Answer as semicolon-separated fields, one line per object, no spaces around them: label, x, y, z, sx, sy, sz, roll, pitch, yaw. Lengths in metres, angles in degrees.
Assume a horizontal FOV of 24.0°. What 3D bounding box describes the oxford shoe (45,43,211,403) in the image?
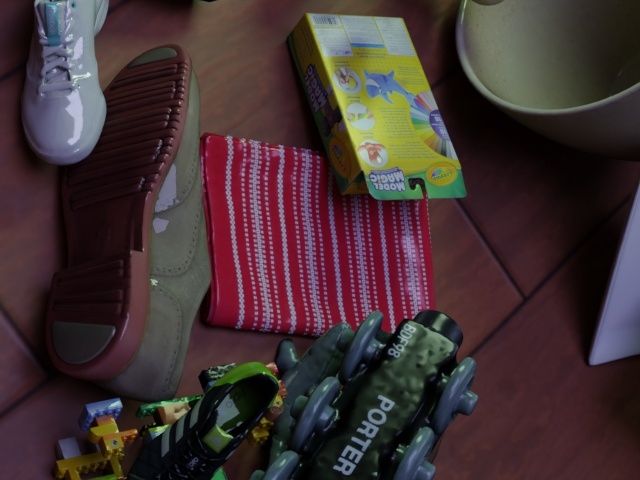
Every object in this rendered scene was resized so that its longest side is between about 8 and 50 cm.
oxford shoe;-0.160;-0.016;1.384;0.130;0.123;0.348;40;52;-46

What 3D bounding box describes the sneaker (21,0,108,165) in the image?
sneaker;-0.238;-0.175;1.367;0.080;0.094;0.212;-1;65;1

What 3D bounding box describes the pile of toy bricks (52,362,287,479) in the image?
pile of toy bricks;-0.114;0.187;1.310;0.212;0.118;0.105;-9;61;-30

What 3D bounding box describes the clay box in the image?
clay box;0.058;-0.129;1.548;0.127;0.053;0.222;-2;63;-33

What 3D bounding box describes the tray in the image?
tray;0.368;0.006;1.650;0.145;0.030;0.270;-8;122;-33

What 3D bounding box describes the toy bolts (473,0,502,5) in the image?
toy bolts;0.106;-0.300;1.582;0.158;0.218;0.228;53;25;13

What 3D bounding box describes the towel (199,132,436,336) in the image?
towel;0.000;0.000;1.508;0.274;0.031;0.199;7;71;-30

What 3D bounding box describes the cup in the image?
cup;0.350;-0.217;1.657;0.237;0.331;0.331;40;54;-42

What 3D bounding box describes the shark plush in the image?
shark plush;-0.023;0.147;1.420;0.073;0.067;0.161;47;56;-11

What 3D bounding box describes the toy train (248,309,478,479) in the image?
toy train;0.030;0.213;1.363;0.142;0.190;0.334;26;52;11

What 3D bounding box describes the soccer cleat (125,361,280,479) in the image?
soccer cleat;-0.101;0.170;1.236;0.060;0.072;0.179;42;79;-8
